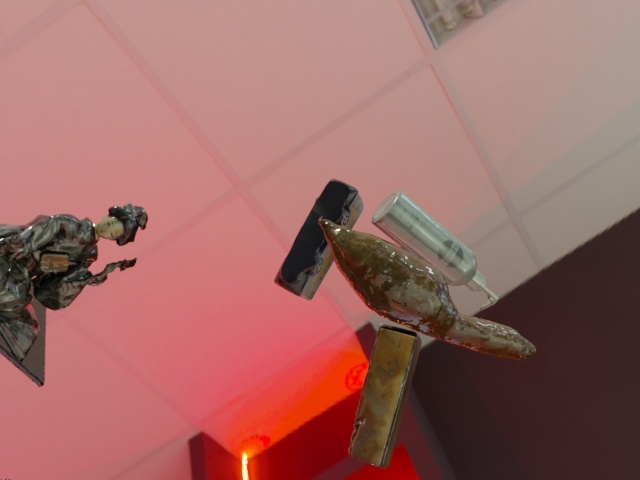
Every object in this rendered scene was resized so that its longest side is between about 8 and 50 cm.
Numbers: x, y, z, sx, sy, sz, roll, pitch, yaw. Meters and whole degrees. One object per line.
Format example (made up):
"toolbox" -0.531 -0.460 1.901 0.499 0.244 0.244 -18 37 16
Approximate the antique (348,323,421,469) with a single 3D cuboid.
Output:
"antique" 0.145 0.353 1.536 0.093 0.310 0.087 12 -17 19

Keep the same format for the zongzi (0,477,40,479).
"zongzi" -0.294 0.258 0.668 0.067 0.073 0.083 32 -58 -4

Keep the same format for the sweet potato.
"sweet potato" 0.105 0.062 0.701 0.269 0.075 0.075 32 -70 -3

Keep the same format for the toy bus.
"toy bus" 0.000 0.000 0.965 0.172 0.057 0.072 -60 -25 -7

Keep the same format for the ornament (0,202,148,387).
"ornament" -0.283 0.025 0.768 0.196 0.153 0.166 -27 -46 0

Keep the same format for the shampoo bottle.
"shampoo bottle" 0.153 0.016 0.852 0.195 0.056 0.056 38 -74 -11
